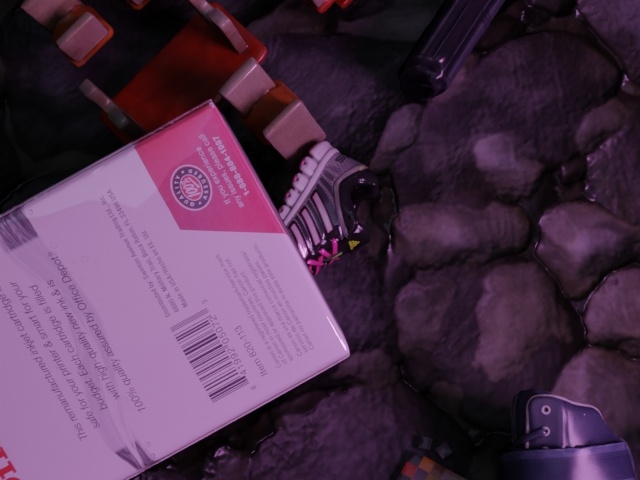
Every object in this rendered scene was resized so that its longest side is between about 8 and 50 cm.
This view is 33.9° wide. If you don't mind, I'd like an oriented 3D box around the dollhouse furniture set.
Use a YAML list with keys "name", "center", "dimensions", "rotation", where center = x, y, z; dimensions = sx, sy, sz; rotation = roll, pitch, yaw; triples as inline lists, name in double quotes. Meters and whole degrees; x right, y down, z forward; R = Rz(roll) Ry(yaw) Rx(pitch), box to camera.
- name: "dollhouse furniture set"
  center: [-0.086, -0.178, 0.940]
  dimensions: [0.259, 0.135, 0.262]
  rotation: [-44, 69, 1]

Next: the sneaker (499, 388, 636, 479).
- name: "sneaker"
  center: [0.122, 0.195, 0.757]
  dimensions: [0.226, 0.086, 0.163]
  rotation: [-7, 78, -6]

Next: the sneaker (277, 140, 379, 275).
- name: "sneaker"
  center: [0.000, 0.000, 0.871]
  dimensions: [0.075, 0.063, 0.170]
  rotation: [19, 71, 14]

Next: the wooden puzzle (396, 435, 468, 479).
- name: "wooden puzzle"
  center: [0.082, 0.196, 0.813]
  dimensions: [0.049, 0.006, 0.083]
  rotation: [27, 74, 16]

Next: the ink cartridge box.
- name: "ink cartridge box"
  center: [-0.151, 0.054, 0.771]
  dimensions: [0.283, 0.117, 0.207]
  rotation: [-29, 95, -1]

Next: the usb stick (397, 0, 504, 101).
- name: "usb stick"
  center: [0.156, -0.242, 0.944]
  dimensions: [0.045, 0.077, 0.278]
  rotation: [35, 75, -3]
